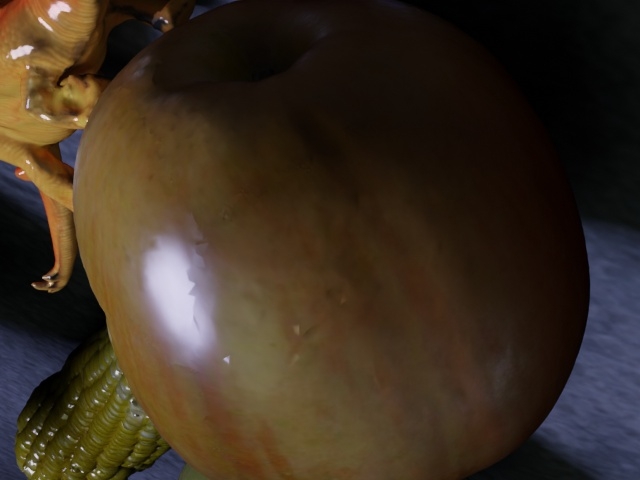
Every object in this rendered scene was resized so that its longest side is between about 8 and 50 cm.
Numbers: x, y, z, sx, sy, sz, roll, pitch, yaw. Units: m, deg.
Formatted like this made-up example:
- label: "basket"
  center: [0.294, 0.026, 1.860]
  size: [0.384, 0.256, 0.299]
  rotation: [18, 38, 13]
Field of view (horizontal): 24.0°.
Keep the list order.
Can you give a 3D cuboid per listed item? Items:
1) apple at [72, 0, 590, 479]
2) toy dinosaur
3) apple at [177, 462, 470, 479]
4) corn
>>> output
- label: "apple"
  center: [0.000, 0.000, 0.519]
  size: [0.199, 0.199, 0.199]
  rotation: [20, 156, 9]
- label: "toy dinosaur"
  center: [-0.127, -0.065, 0.624]
  size: [0.117, 0.070, 0.288]
  rotation: [35, 152, 2]
- label: "apple"
  center: [-0.002, 0.176, 0.863]
  size: [0.200, 0.200, 0.200]
  rotation: [20, 156, 9]
- label: "corn"
  center: [-0.125, 0.102, 0.934]
  size: [0.097, 0.097, 0.320]
  rotation: [29, 154, -10]
